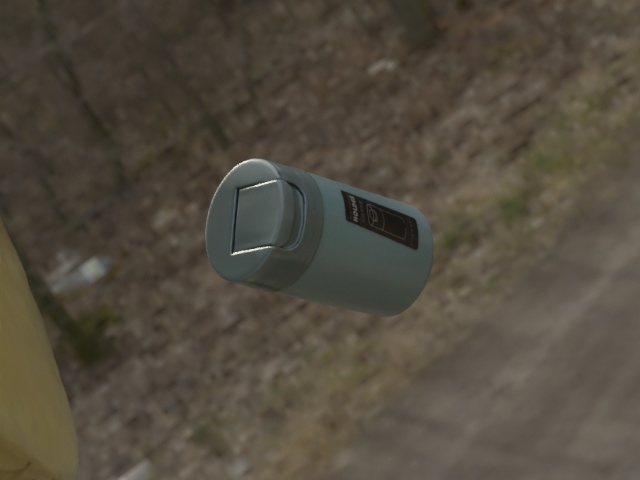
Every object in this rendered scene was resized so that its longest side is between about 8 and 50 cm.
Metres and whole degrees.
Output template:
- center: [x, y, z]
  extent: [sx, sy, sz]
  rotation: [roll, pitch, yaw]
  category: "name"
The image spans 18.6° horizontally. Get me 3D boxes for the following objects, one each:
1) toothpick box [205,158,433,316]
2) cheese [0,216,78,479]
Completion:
- center: [0.000, 0.000, 0.807]
  extent: [0.052, 0.083, 0.052]
  rotation: [-19, 64, 46]
  category: "toothpick box"
- center: [-0.233, -0.040, 0.742]
  extent: [0.104, 0.384, 0.384]
  rotation: [-22, 16, 8]
  category: "cheese"
